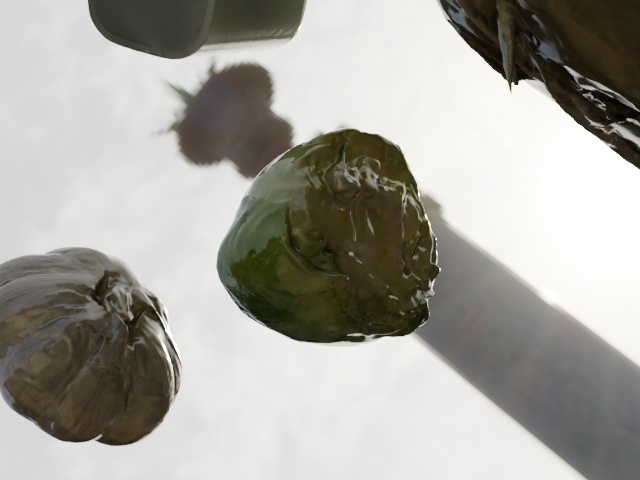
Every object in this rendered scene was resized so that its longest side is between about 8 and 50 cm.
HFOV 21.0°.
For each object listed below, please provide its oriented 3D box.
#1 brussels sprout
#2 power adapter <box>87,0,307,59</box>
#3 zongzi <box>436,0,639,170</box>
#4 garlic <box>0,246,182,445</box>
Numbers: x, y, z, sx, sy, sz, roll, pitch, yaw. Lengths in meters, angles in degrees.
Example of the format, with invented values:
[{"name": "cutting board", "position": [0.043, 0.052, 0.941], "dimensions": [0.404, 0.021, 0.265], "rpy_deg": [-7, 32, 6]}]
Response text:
[{"name": "brussels sprout", "position": [-0.002, 0.003, 1.163], "dimensions": [0.151, 0.122, 0.149], "rpy_deg": [55, -143, -29]}, {"name": "power adapter", "position": [-0.082, -0.262, 1.513], "dimensions": [0.255, 0.124, 0.187], "rpy_deg": [-22, -52, -64]}, {"name": "zongzi", "position": [0.151, -0.141, 1.001], "dimensions": [0.500, 0.467, 0.218], "rpy_deg": [15, -93, -28]}, {"name": "garlic", "position": [-0.232, 0.099, 1.700], "dimensions": [0.152, 0.228, 0.228], "rpy_deg": [-50, -31, 21]}]
